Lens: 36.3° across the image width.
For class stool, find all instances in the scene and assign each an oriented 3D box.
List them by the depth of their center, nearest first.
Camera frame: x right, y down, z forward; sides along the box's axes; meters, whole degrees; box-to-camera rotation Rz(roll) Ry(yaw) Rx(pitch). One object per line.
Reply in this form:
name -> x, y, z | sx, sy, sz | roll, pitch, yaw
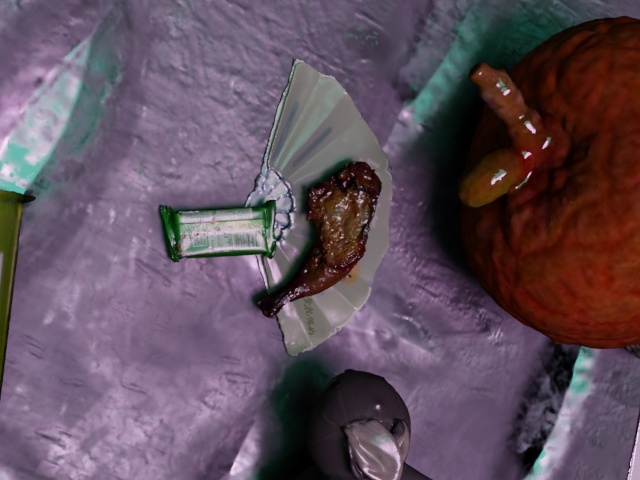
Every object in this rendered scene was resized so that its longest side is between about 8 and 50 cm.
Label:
stool -> 0.031, 0.218, 0.745 | 0.153, 0.139, 0.228 | 20, 84, -23

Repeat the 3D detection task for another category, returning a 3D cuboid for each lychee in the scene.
lychee -> 0.220, -0.045, 0.752 | 0.300, 0.255, 0.255 | 17, 86, -45

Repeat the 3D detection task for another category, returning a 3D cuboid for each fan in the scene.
fan -> 0.000, -0.026, 0.790 | 0.131, 0.009, 0.240 | -1, 93, -25

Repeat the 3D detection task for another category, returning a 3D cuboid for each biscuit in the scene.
biscuit -> -0.077, -0.006, 0.750 | 0.089, 0.016, 0.046 | -4, 91, -17

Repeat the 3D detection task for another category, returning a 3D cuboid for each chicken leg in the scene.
chicken leg -> 0.004, 0.002, 0.769 | 0.062, 0.037, 0.145 | 24, 82, -2

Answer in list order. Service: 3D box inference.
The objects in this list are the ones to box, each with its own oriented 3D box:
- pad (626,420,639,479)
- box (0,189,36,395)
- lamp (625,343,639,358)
pad -> 0.404, 0.199, 0.969 | 0.232, 0.004, 0.157 | 12, 88, -23
box -> -0.251, 0.130, 0.628 | 0.097, 0.134, 0.346 | 6, 90, -18
lamp -> 0.345, 0.026, 0.886 | 0.106, 0.106, 0.193 | 41, 85, -19
